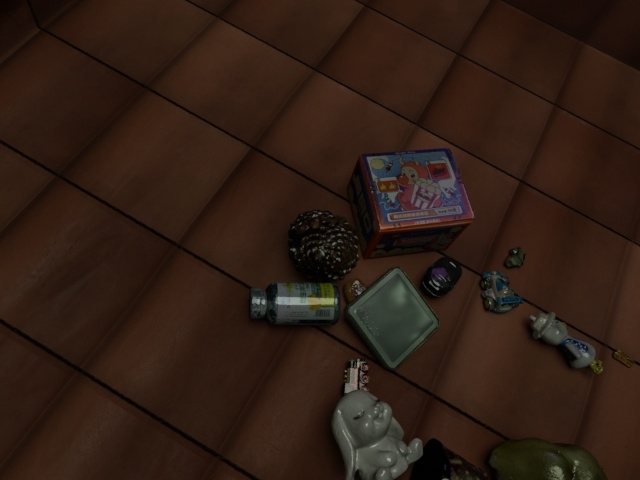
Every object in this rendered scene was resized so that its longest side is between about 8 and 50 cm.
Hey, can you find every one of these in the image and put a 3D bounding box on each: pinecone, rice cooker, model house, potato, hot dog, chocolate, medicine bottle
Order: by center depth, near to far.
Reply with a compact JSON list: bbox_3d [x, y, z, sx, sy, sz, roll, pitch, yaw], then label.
[{"bbox_3d":[0.371,0.774,1.501,0.210,0.225,0.340,28,63,-6],"label":"chocolate"},{"bbox_3d":[0.689,0.720,1.598,0.351,0.202,0.218,10,74,9],"label":"potato"},{"bbox_3d":[-0.088,0.209,1.726,0.293,0.141,0.141,1,65,-9],"label":"medicine bottle"},{"bbox_3d":[0.002,0.002,1.782,0.246,0.246,0.292,-9,29,-14],"label":"pinecone"},{"bbox_3d":[0.135,0.199,1.820,0.090,0.060,0.140,-30,66,-17],"label":"hot dog"},{"bbox_3d":[0.432,0.133,1.876,0.112,0.106,0.165,44,69,11],"label":"rice cooker"},{"bbox_3d":[1.099,0.429,1.901,0.083,0.021,0.037,37,85,5],"label":"hot dog"},{"bbox_3d":[0.747,0.073,1.995,0.058,0.057,0.083,50,43,-14],"label":"model house"}]

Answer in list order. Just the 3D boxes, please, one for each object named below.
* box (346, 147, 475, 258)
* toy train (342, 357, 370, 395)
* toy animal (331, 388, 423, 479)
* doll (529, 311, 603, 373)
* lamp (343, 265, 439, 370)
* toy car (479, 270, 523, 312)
[{"bbox_3d":[0.310,-0.138,1.899,0.348,0.257,0.319,-5,65,-12],"label":"box"},{"bbox_3d":[0.115,0.449,1.699,0.087,0.050,0.138,7,64,-3],"label":"toy train"},{"bbox_3d":[0.138,0.578,1.554,0.271,0.206,0.265,-22,77,-45],"label":"toy animal"},{"bbox_3d":[0.860,0.355,1.842,0.293,0.119,0.138,38,21,8],"label":"doll"},{"bbox_3d":[0.247,0.262,1.779,0.269,0.047,0.266,-37,90,-24],"label":"lamp"},{"bbox_3d":[0.657,0.177,1.898,0.126,0.098,0.161,-1,67,-13],"label":"toy car"}]
